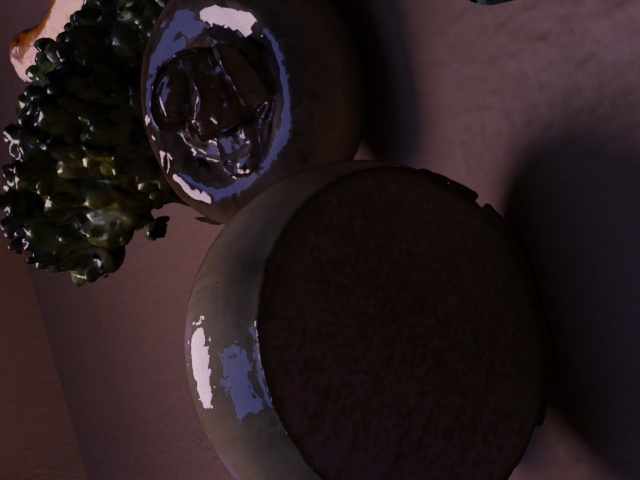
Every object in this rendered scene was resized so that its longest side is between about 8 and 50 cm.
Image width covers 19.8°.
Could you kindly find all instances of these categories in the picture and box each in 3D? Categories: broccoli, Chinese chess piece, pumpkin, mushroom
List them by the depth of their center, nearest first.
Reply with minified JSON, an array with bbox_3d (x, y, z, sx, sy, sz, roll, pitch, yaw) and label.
[{"bbox_3d":[0.035,0.076,1.295,0.112,0.270,0.270,-20,85,54],"label":"Chinese chess piece"},{"bbox_3d":[-0.067,-0.122,1.548,0.226,0.178,0.226,16,114,42],"label":"mushroom"},{"bbox_3d":[-0.184,-0.129,1.786,0.334,0.272,0.324,-55,-48,-52],"label":"broccoli"},{"bbox_3d":[-0.229,-0.334,1.876,0.290,0.095,0.258,113,174,-52],"label":"pumpkin"}]

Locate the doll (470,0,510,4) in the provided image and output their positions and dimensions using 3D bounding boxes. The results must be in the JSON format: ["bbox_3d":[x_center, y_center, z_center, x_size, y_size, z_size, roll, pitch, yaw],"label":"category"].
[{"bbox_3d":[0.094,-0.250,1.188,0.158,0.059,0.159,-130,29,-52],"label":"doll"}]
